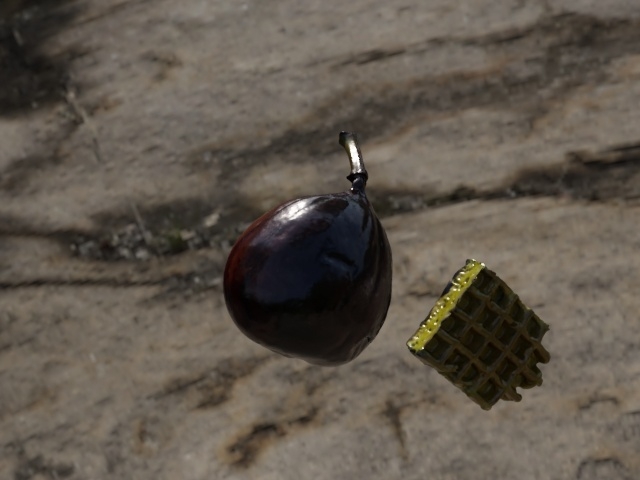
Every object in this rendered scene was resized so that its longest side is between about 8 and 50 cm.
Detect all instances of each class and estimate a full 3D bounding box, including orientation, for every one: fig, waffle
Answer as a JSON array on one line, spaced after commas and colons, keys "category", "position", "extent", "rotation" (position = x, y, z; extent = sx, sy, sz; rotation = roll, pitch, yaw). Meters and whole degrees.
[{"category": "fig", "position": [0.010, 0.013, 1.435], "extent": [0.186, 0.204, 0.249], "rotation": [35, 93, 20]}, {"category": "waffle", "position": [0.240, 0.151, 1.865], "extent": [0.160, 0.211, 0.055], "rotation": [-52, 28, -8]}]
